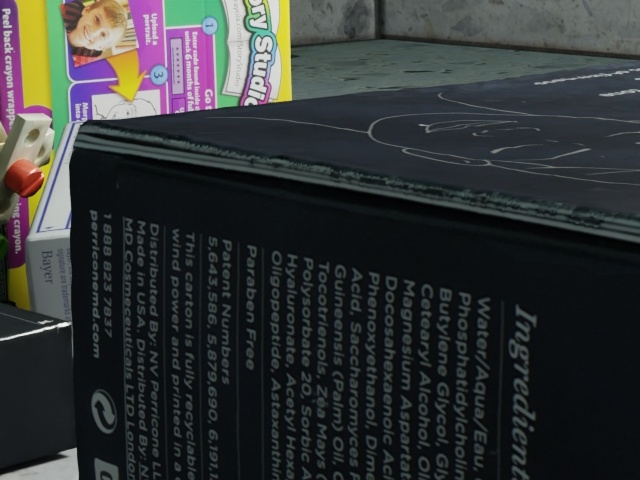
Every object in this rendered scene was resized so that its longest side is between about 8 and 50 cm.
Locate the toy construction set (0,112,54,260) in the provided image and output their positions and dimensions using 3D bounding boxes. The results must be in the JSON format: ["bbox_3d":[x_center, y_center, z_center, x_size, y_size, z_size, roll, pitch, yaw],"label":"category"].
[{"bbox_3d":[-0.348,-0.087,1.656,0.328,0.215,0.151,36,3,39],"label":"toy construction set"}]

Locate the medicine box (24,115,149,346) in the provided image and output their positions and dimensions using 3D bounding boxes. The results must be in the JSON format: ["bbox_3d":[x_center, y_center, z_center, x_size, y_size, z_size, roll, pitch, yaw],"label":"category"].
[{"bbox_3d":[-0.081,0.003,1.567,0.289,0.149,0.263,-3,24,1],"label":"medicine box"}]

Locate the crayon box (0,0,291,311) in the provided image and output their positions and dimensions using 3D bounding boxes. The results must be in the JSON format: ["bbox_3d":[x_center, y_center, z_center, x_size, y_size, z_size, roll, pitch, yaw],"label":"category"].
[{"bbox_3d":[-0.182,-0.122,1.806,0.313,0.363,0.106,-8,13,-32],"label":"crayon box"}]

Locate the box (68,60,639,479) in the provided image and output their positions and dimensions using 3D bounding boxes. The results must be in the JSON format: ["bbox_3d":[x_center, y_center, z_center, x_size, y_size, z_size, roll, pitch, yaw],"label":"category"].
[{"bbox_3d":[0.203,0.081,0.932,0.480,0.297,0.472,-10,13,-39],"label":"box"}]

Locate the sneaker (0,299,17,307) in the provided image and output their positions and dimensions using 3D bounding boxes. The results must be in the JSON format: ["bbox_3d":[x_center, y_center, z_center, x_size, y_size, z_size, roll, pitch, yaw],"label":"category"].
[{"bbox_3d":[-0.283,0.073,1.612,0.085,0.058,0.152,0,12,12],"label":"sneaker"}]

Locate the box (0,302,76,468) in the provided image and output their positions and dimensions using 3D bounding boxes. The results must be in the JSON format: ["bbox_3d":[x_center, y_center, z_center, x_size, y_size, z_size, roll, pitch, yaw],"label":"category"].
[{"bbox_3d":[-0.327,0.100,1.373,0.184,0.103,0.261,-15,17,-41],"label":"box"}]
